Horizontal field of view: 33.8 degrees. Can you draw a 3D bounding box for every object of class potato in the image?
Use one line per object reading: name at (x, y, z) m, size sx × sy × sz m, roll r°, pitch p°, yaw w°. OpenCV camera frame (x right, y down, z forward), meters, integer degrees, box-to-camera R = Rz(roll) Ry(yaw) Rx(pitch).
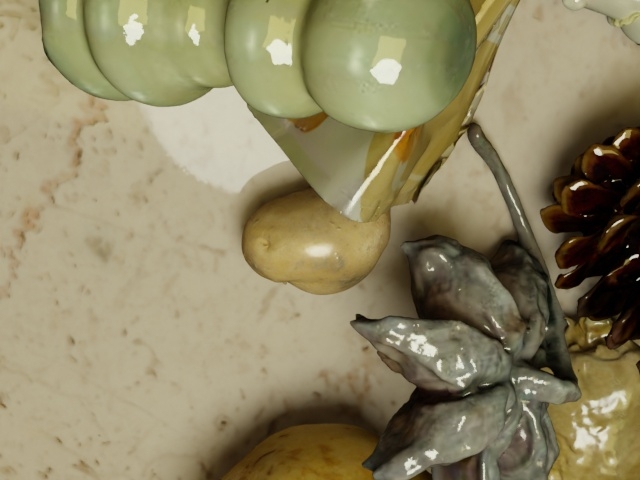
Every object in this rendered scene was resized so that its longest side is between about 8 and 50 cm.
potato at (-0.003, -0.001, 1.015) m, size 0.147 × 0.112 × 0.112 m, roll -6°, pitch 112°, yaw 3°

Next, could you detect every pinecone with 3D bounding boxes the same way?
pinecone at (0.349, 0.024, 0.970) m, size 0.246 × 0.292 × 0.246 m, roll -18°, pitch 146°, yaw -13°

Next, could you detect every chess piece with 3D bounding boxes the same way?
chess piece at (-0.040, -0.170, 0.812) m, size 0.330 × 0.182 × 0.182 m, roll 17°, pitch 114°, yaw 31°

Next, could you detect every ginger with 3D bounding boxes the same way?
ginger at (0.285, 0.199, 1.111) m, size 0.138 × 0.152 × 0.267 m, roll 7°, pitch 124°, yaw 35°

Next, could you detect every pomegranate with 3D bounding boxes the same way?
pomegranate at (0.016, 0.325, 1.042) m, size 0.307 × 0.307 × 0.307 m, roll -2°, pitch 111°, yaw -6°

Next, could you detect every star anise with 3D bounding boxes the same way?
star anise at (0.150, 0.103, 0.976) m, size 0.139 × 0.316 × 0.359 m, roll -11°, pitch 109°, yaw 40°

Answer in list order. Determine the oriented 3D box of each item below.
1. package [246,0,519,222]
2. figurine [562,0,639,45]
package at (0.107, -0.176, 0.930) m, size 0.165 × 0.221 × 0.311 m, roll 21°, pitch 109°, yaw -36°
figurine at (0.304, -0.231, 0.975) m, size 0.146 × 0.081 × 0.098 m, roll 24°, pitch 106°, yaw -15°
